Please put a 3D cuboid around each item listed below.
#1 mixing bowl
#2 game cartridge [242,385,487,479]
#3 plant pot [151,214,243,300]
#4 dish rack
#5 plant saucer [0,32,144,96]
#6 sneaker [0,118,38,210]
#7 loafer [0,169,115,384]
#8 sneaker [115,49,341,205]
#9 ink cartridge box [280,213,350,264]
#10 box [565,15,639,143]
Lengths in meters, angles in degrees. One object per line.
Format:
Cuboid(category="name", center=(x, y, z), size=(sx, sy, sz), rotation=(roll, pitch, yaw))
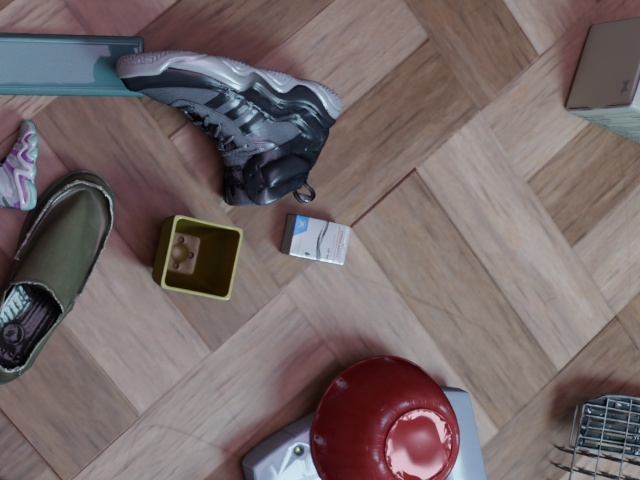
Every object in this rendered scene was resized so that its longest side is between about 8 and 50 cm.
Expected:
Cuboid(category="mixing bowl", center=(0.090, 0.227, 1.720), size=(0.181, 0.098, 0.181), rotation=(-2, 94, -23))
Cuboid(category="game cartridge", center=(0.056, 0.283, 1.789), size=(0.294, 0.060, 0.196), rotation=(-16, 103, -23))
Cuboid(category="plant pot", center=(-0.144, 0.016, 1.663), size=(0.081, 0.083, 0.081), rotation=(12, 88, -25))
Cuboid(category="dish rack", center=(0.374, 0.332, 1.928), size=(0.208, 0.074, 0.271), rotation=(13, 86, -26))
Cuboid(category="plant saucer", center=(-0.279, -0.189, 1.625), size=(0.192, 0.018, 0.067), rotation=(-2, 95, -25))
Cuboid(category="sneaker", center=(-0.334, -0.081, 1.596), size=(0.069, 0.038, 0.098), rotation=(1, 80, -14))
Cuboid(category="loafer", center=(-0.285, 0.043, 1.598), size=(0.094, 0.087, 0.251), rotation=(28, 82, -23))
Cuboid(category="sneaker", center=(-0.104, -0.117, 1.657), size=(0.269, 0.101, 0.153), rotation=(11, 87, -30))
Cuboid(category="ink cartridge box", center=(0.000, 0.000, 1.757), size=(0.083, 0.028, 0.048), rotation=(11, 89, -25))
Cuboid(category="box", center=(0.483, -0.167, 1.901), size=(0.311, 0.148, 0.121), rotation=(20, 84, -25))
